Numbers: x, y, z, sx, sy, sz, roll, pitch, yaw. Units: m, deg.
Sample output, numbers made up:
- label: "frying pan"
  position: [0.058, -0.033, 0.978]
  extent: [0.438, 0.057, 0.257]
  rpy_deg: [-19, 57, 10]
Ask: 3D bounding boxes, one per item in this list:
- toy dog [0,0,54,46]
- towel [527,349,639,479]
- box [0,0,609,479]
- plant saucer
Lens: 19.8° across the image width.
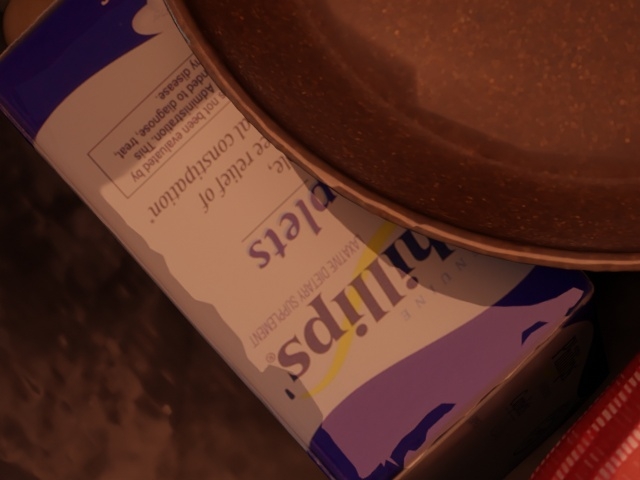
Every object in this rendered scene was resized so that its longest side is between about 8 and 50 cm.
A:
- label: "toy dog"
  position: [-0.133, -0.102, 0.401]
  extent: [0.220, 0.334, 0.161]
  rpy_deg: [-27, 62, 42]
- label: "towel"
  position: [0.189, 0.044, 0.330]
  extent: [0.329, 0.037, 0.237]
  rpy_deg: [-49, 62, 8]
- label: "box"
  position: [0.000, 0.000, 0.460]
  extent: [0.072, 0.126, 0.137]
  rpy_deg: [-43, 74, -1]
- label: "plant saucer"
  position: [0.060, -0.086, 0.381]
  extent: [0.199, 0.036, 0.198]
  rpy_deg: [-2, 76, 6]
